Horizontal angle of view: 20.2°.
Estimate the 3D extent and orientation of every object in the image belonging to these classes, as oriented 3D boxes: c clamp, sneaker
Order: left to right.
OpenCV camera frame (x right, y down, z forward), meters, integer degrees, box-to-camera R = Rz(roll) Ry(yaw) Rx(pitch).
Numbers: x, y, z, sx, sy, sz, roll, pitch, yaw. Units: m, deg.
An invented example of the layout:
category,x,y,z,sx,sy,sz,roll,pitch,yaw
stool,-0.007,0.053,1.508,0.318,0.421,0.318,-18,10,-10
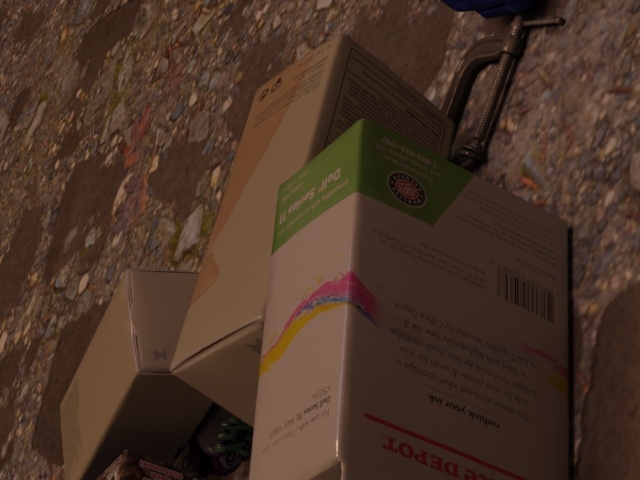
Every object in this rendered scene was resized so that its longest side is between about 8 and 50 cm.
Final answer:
category,x,y,z,sx,sy,sz,roll,pitch,yaw
sneaker,-0.065,0.161,1.665,0.224,0.083,0.098,136,138,-59
c clamp,0.138,-0.123,1.552,0.137,0.022,0.160,16,83,65

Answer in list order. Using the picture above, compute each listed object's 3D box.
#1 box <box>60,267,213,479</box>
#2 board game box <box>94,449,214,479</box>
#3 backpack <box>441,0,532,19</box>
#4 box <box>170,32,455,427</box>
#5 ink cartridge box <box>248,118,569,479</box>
category,x,y,z,sx,sy,sz,roll,pitch,yaw
box,-0.170,0.141,1.700,0.275,0.094,0.113,125,142,-53
board game box,-0.177,0.380,1.606,0.232,0.141,0.291,-46,32,38
backpack,0.151,-0.258,1.550,0.098,0.101,0.120,5,65,61
box,0.000,0.000,1.463,0.121,0.148,0.311,-29,33,41
ink cartridge box,0.066,0.116,1.273,0.119,0.207,0.353,-36,38,44
